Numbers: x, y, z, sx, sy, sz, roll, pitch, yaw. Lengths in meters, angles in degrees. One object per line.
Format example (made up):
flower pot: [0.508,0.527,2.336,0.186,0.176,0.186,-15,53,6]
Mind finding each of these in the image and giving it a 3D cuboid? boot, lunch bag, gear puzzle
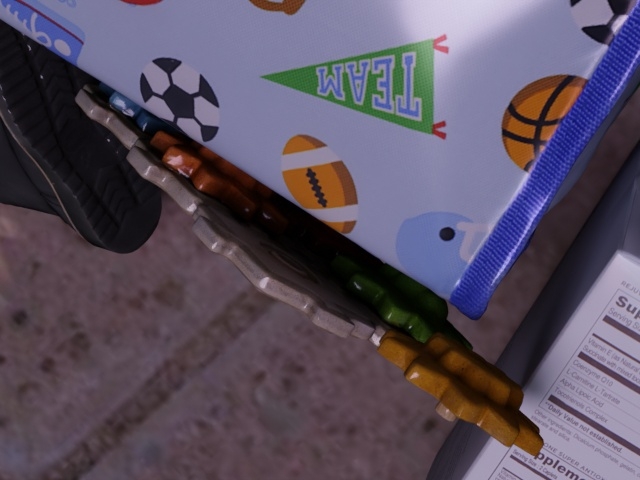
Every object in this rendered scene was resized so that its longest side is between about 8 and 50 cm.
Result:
boot: [-0.189,-0.083,0.846,0.137,0.077,0.197,15,134,40]
lunch bag: [0.057,-0.223,0.659,0.328,0.239,0.385,30,122,7]
gear puzzle: [0.000,0.000,0.715,0.175,0.339,0.044,28,100,-40]

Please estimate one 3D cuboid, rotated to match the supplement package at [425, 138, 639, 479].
supplement package: [0.188,0.119,0.770,0.198,0.199,0.262,31,117,4]
